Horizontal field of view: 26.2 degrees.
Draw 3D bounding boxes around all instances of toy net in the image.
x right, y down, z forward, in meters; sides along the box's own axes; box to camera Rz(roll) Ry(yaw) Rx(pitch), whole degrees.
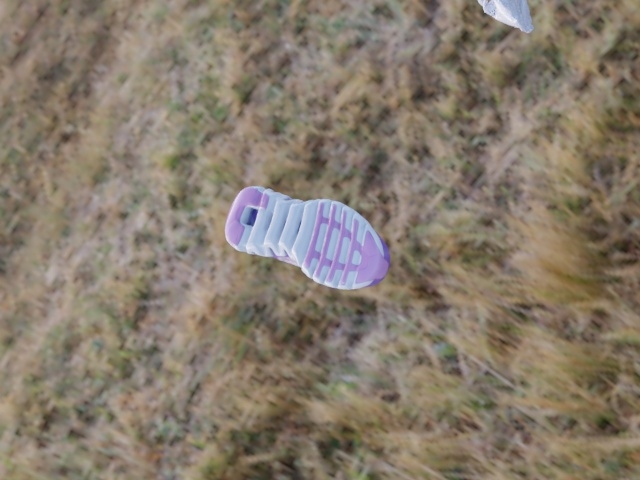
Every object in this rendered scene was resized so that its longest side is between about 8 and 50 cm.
[{"bbox_3d":[0.147,-0.307,1.356,0.045,0.232,0.122,-18,22,27],"label":"toy net"}]

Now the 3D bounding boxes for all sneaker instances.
[{"bbox_3d":[0.000,0.000,1.636,0.236,0.104,0.095,20,89,41],"label":"sneaker"}]
